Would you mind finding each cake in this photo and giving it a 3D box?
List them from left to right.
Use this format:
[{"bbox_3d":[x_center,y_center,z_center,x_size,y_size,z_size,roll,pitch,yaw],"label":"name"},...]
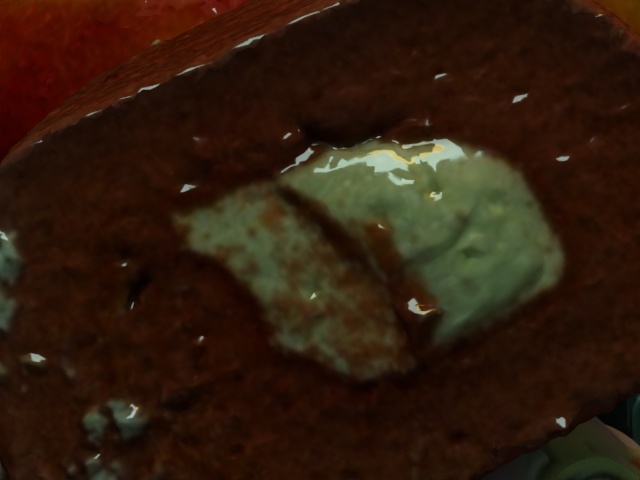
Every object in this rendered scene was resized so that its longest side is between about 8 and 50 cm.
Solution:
[{"bbox_3d":[0.000,0.000,0.709,0.283,0.177,0.151,-29,11,9],"label":"cake"}]

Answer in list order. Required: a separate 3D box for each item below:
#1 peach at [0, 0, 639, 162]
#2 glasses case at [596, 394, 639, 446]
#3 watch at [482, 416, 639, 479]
[{"bbox_3d":[-0.001,-0.052,0.944,0.370,0.370,0.370,-6,35,4],"label":"peach"},{"bbox_3d":[0.259,0.058,0.950,0.266,0.105,0.056,-19,62,-14],"label":"glasses case"},{"bbox_3d":[0.023,0.180,0.766,0.217,0.211,0.248,-15,26,29],"label":"watch"}]
